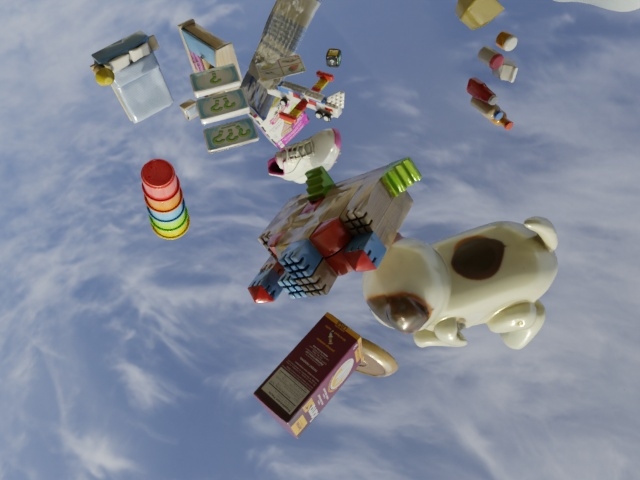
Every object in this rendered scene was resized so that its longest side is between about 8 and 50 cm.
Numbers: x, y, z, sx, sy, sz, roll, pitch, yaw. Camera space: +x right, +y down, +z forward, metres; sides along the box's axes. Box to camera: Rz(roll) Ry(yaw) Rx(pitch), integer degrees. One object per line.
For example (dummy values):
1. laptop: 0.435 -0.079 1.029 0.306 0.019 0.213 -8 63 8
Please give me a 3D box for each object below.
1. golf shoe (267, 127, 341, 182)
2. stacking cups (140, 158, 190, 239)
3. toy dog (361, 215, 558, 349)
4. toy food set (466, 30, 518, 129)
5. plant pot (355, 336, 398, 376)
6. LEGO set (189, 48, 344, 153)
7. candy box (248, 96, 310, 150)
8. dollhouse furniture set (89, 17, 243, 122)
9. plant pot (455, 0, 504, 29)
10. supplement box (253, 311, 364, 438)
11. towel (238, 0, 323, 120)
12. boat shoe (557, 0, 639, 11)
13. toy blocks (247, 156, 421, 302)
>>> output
1. golf shoe: -0.052 -0.250 1.527 0.306 0.140 0.115 -28 -114 55
2. stacking cups: -0.332 -0.087 1.107 0.096 0.316 0.096 4 -106 -14
3. toy dog: 0.291 0.102 1.126 0.408 0.395 0.284 -4 -113 -15
4. toy food set: 0.449 -0.393 1.279 0.111 0.232 0.104 -16 -132 -19
5. plant pot: 0.101 0.322 1.417 0.236 0.236 0.032 10 -123 33
6. LEGO set: -0.071 -0.237 0.771 0.244 0.060 0.182 -15 -124 -6
7. candy box: -0.145 -0.432 1.743 0.159 0.233 0.071 -46 -115 0
8. dollhouse furniture set: -0.373 -0.368 1.295 0.303 0.286 0.198 -35 -127 -19
9. plant pot: 0.374 -0.562 1.223 0.083 0.082 0.081 -45 -145 32
10. supplement box: -0.014 0.232 0.876 0.081 0.104 0.188 33 -114 27
11. towel: -0.090 -0.416 1.095 0.285 0.034 0.209 -62 -147 18
12. boat shoe: 0.485 -0.476 0.881 0.105 0.113 0.306 -52 -163 19
13. toy blocks: 0.000 0.000 0.992 0.381 0.190 0.261 -14 -148 44
